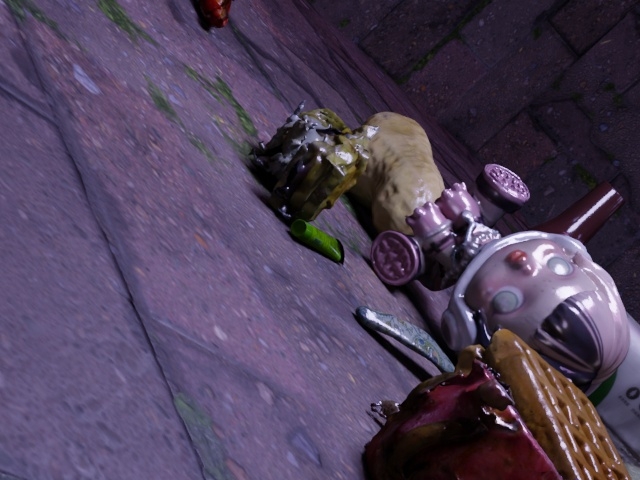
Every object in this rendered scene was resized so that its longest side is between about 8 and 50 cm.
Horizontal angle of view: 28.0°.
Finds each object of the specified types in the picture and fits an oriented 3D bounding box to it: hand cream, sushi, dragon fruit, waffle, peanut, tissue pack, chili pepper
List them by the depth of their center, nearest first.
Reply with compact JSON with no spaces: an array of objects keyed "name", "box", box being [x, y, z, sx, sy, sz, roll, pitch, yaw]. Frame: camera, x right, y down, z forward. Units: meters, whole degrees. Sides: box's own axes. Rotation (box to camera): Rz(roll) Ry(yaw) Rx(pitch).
[{"name":"dragon fruit","box":[0.144,0.199,1.132,0.211,0.147,0.282,38,16,-36]},{"name":"waffle","box":[0.275,0.268,1.436,0.224,0.098,0.328,39,19,-35]},{"name":"hand cream","box":[0.000,0.000,1.569,0.122,0.023,0.036,29,42,-60]},{"name":"sushi","box":[-0.008,-0.115,1.658,0.131,0.139,0.291,38,14,-4]},{"name":"peanut","box":[0.114,-0.091,2.008,0.147,0.147,0.319,40,21,-29]},{"name":"tissue pack","box":[0.430,0.192,2.049,0.356,0.194,0.266,44,11,-16]},{"name":"chili pepper","box":[-0.178,-0.397,2.178,0.059,0.050,0.268,21,22,-18]}]

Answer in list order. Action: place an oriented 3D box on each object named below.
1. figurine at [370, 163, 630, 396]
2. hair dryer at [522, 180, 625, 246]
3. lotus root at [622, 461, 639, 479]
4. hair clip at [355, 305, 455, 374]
[{"name":"figurine","box":[0.266,0.076,1.756,0.361,0.253,0.211,46,-7,33]},{"name":"hair dryer","box":[0.418,0.029,2.465,0.123,0.312,0.340,48,-9,3]},{"name":"lotus root","box":[0.461,0.394,1.641,0.267,0.149,0.260,30,7,4]},{"name":"hair clip","box":[0.128,0.141,1.525,0.229,0.036,0.066,41,19,-26]}]
